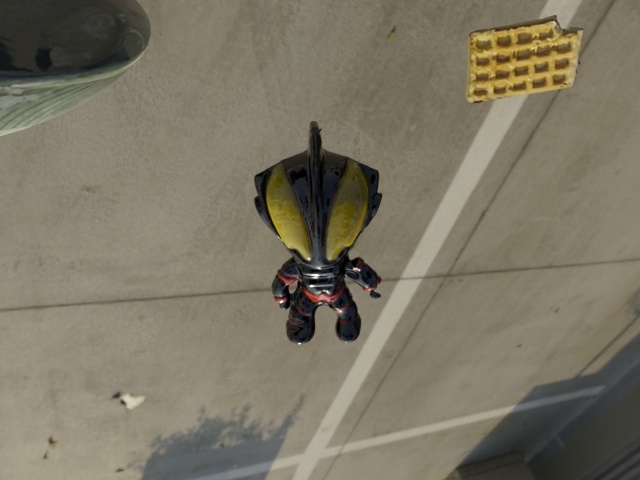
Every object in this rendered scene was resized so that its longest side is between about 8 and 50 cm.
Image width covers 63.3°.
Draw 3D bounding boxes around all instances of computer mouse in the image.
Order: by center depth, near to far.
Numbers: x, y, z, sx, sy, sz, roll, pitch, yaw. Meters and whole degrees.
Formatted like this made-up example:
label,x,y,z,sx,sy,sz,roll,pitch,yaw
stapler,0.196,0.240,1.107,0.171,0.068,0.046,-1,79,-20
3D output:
label,x,y,z,sx,sy,sz,roll,pitch,yaw
computer mouse,-0.285,-0.114,0.306,0.379,0.167,0.090,-21,161,-36

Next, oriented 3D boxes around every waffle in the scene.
label,x,y,z,sx,sy,sz,roll,pitch,yaw
waffle,0.240,-0.215,0.614,0.135,0.021,0.092,-11,129,1

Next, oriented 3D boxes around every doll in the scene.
label,x,y,z,sx,sy,sz,roll,pitch,yaw
doll,0.002,0.001,0.552,0.127,0.088,0.249,-12,119,-26
